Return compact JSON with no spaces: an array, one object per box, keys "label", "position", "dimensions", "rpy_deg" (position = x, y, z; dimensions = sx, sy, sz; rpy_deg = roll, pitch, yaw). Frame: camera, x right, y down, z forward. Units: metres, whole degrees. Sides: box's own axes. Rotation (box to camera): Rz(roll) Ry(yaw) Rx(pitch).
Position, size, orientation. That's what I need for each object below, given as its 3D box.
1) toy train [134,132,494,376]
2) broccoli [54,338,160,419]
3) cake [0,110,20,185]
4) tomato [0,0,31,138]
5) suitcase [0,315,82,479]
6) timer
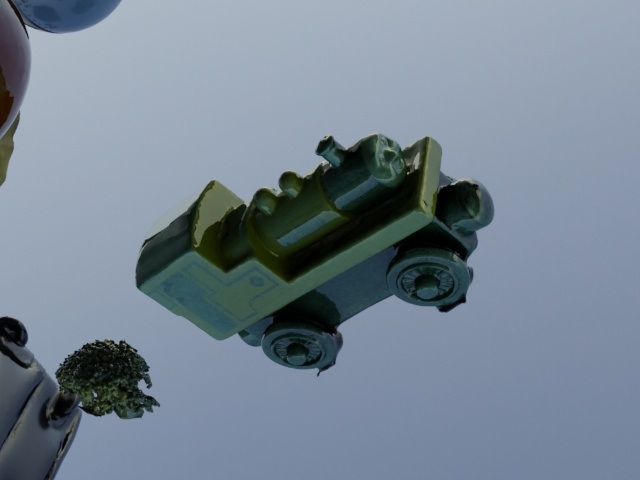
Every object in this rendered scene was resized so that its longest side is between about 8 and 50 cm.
[{"label":"toy train","position":[0.000,0.000,1.119],"dimensions":[0.369,0.237,0.150],"rpy_deg":[-31,-147,37]},{"label":"broccoli","position":[-0.198,0.134,0.978],"dimensions":[0.097,0.092,0.095],"rpy_deg":[-17,-156,2]},{"label":"cake","position":[-0.511,-0.163,1.581],"dimensions":[0.080,0.116,0.185],"rpy_deg":[26,-84,20]},{"label":"tomato","position":[-0.382,-0.153,0.860],"dimensions":[0.270,0.270,0.222],"rpy_deg":[6,-126,35]},{"label":"suitcase","position":[-0.474,0.295,1.266],"dimensions":[0.339,0.188,0.345],"rpy_deg":[-33,-160,17]},{"label":"timer","position":[-0.324,-0.290,1.130],"dimensions":[0.255,0.175,0.175],"rpy_deg":[-11,-130,16]}]
